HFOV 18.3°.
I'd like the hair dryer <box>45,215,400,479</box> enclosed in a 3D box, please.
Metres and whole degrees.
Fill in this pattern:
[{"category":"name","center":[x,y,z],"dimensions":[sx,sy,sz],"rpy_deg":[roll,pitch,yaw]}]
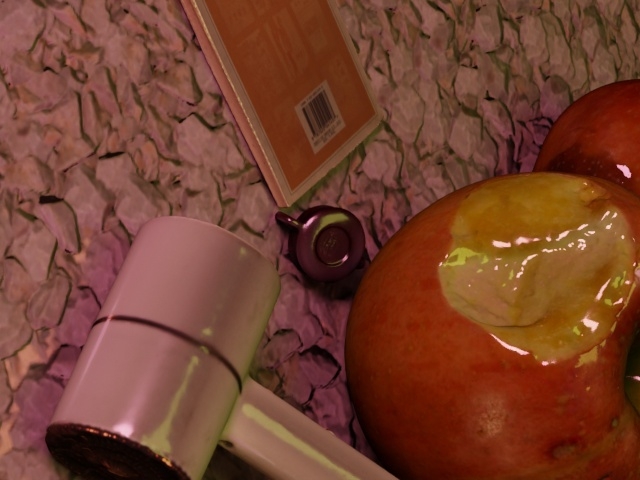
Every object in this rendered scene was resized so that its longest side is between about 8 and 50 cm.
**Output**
[{"category":"hair dryer","center":[-0.035,0.158,1.601],"dimensions":[0.362,0.128,0.203],"rpy_deg":[36,59,-25]}]

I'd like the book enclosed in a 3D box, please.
[{"category":"book","center":[-0.035,-0.172,1.754],"dimensions":[0.170,0.018,0.242],"rpy_deg":[-44,118,-42]}]

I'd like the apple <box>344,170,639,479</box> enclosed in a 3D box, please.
[{"category":"apple","center":[0.182,0.104,1.745],"dimensions":[0.339,0.339,0.340],"rpy_deg":[6,82,-47]}]

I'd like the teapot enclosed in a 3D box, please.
[{"category":"teapot","center":[0.000,0.000,1.756],"dimensions":[0.100,0.045,0.068],"rpy_deg":[31,85,-23]}]

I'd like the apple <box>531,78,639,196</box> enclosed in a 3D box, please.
[{"category":"apple","center":[0.307,-0.042,1.976],"dimensions":[0.230,0.230,0.230],"rpy_deg":[6,82,-47]}]
